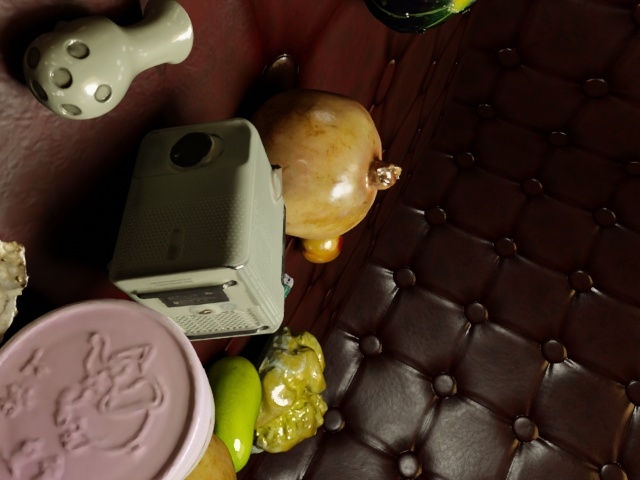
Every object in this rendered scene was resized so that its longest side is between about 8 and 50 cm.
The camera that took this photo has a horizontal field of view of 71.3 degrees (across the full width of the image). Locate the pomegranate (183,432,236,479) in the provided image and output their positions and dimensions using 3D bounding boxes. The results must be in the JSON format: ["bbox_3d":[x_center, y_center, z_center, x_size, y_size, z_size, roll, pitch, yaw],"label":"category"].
[{"bbox_3d":[-0.284,0.459,0.778,0.307,0.307,0.307,-57,165,-25],"label":"pomegranate"}]

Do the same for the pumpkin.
[{"bbox_3d":[0.185,-0.549,0.811,0.296,0.295,0.296,-57,165,-25],"label":"pumpkin"}]

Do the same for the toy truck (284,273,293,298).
[{"bbox_3d":[-0.109,0.140,1.293,0.083,0.044,0.039,-58,168,-22],"label":"toy truck"}]

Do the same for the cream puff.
[{"bbox_3d":[-0.096,0.450,1.318,0.378,0.275,0.378,-59,-175,8],"label":"cream puff"}]

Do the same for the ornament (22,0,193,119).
[{"bbox_3d":[-0.189,-0.167,0.400,0.074,0.081,0.156,-24,-158,46],"label":"ornament"}]

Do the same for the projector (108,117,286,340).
[{"bbox_3d":[-0.132,-0.018,0.546,0.177,0.163,0.243,76,11,-56],"label":"projector"}]

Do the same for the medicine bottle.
[{"bbox_3d":[-0.231,0.208,0.529,0.202,0.202,0.316,-57,176,-26],"label":"medicine bottle"}]

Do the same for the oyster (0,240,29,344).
[{"bbox_3d":[-0.319,0.071,0.379,0.105,0.056,0.177,-23,137,-60],"label":"oyster"}]

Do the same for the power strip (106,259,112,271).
[{"bbox_3d":[-0.252,0.018,0.606,0.090,0.016,0.040,-56,164,-31],"label":"power strip"}]

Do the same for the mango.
[{"bbox_3d":[-0.207,0.385,1.026,0.293,0.142,0.175,-108,-170,-64],"label":"mango"}]

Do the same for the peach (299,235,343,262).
[{"bbox_3d":[0.000,0.000,1.278,0.138,0.138,0.138,-57,165,-25],"label":"peach"}]

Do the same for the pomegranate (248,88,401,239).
[{"bbox_3d":[0.000,-0.124,0.748,0.229,0.270,0.252,15,94,-68],"label":"pomegranate"}]
